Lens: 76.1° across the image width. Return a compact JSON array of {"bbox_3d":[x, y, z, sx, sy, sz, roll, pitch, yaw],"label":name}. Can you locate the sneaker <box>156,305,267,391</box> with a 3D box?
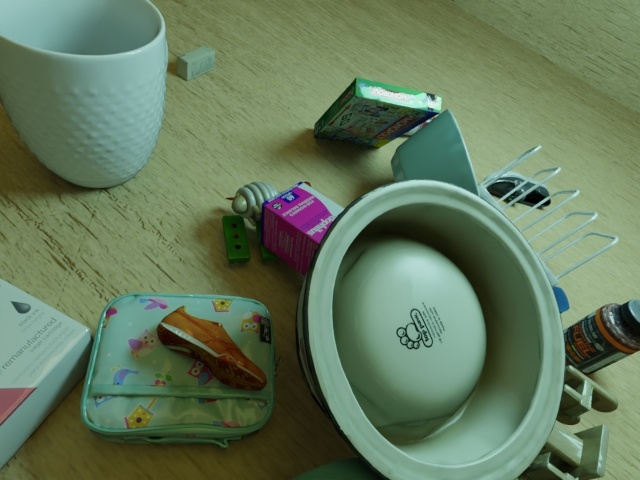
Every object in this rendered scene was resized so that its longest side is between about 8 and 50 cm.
[{"bbox_3d":[-0.145,0.149,0.581,0.175,0.064,0.067,34,40,4],"label":"sneaker"}]

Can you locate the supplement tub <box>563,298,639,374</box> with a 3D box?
[{"bbox_3d":[0.604,0.202,0.867,0.105,0.198,0.106,10,49,-12],"label":"supplement tub"}]

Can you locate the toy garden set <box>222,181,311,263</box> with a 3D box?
[{"bbox_3d":[-0.095,-0.040,0.907,0.244,0.049,0.204,-3,56,-21],"label":"toy garden set"}]

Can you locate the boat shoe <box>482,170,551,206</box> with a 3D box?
[{"bbox_3d":[0.598,-0.144,1.231,0.228,0.080,0.076,13,48,-20],"label":"boat shoe"}]

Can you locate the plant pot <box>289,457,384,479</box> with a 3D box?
[{"bbox_3d":[0.029,0.400,0.450,0.292,0.293,0.235,-6,42,-24],"label":"plant pot"}]

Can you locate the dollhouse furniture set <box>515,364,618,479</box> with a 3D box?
[{"bbox_3d":[0.352,0.358,0.619,0.161,0.242,0.212,36,50,10],"label":"dollhouse furniture set"}]

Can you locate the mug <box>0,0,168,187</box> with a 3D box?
[{"bbox_3d":[-0.424,-0.304,0.809,0.276,0.328,0.374,25,48,0],"label":"mug"}]

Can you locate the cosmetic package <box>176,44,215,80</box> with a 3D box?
[{"bbox_3d":[-0.359,-0.513,1.181,0.041,0.060,0.115,33,48,9],"label":"cosmetic package"}]

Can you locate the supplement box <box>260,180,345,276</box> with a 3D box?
[{"bbox_3d":[0.000,0.000,0.777,0.220,0.114,0.111,35,50,23],"label":"supplement box"}]

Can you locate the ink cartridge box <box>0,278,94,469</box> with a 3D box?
[{"bbox_3d":[-0.497,0.155,0.552,0.282,0.117,0.207,28,49,3],"label":"ink cartridge box"}]

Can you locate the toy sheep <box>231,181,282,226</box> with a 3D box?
[{"bbox_3d":[-0.125,-0.079,0.840,0.132,0.091,0.091,-15,58,-45],"label":"toy sheep"}]

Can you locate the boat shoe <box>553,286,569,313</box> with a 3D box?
[{"bbox_3d":[0.444,0.149,0.930,0.258,0.089,0.109,13,62,-17],"label":"boat shoe"}]

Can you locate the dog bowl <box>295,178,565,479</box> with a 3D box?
[{"bbox_3d":[0.144,0.125,0.595,0.407,0.150,0.408,6,73,-21],"label":"dog bowl"}]

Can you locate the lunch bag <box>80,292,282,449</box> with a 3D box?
[{"bbox_3d":[-0.201,0.199,0.632,0.279,0.108,0.224,6,51,-16],"label":"lunch bag"}]

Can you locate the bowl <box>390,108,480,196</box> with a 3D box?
[{"bbox_3d":[0.273,-0.136,0.987,0.163,0.312,0.312,-17,51,15],"label":"bowl"}]

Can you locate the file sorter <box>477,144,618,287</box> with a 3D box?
[{"bbox_3d":[0.514,-0.066,0.975,0.278,0.173,0.193,53,15,4],"label":"file sorter"}]

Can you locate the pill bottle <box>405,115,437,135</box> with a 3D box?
[{"bbox_3d":[0.286,-0.375,1.290,0.151,0.086,0.086,-2,54,-23],"label":"pill bottle"}]

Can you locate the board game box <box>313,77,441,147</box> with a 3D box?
[{"bbox_3d":[0.128,-0.313,1.050,0.213,0.317,0.046,6,86,-17],"label":"board game box"}]
